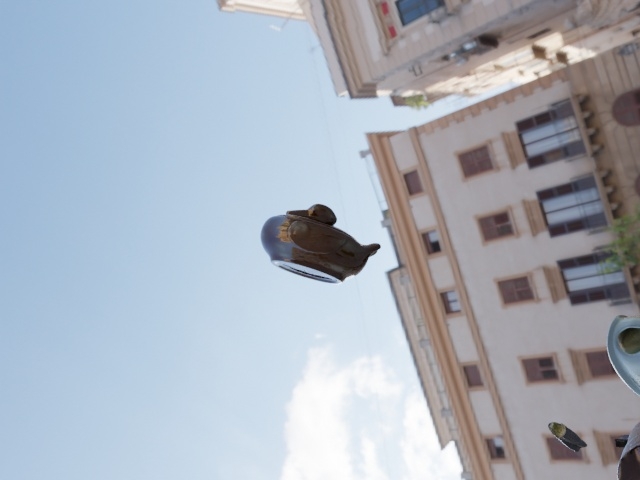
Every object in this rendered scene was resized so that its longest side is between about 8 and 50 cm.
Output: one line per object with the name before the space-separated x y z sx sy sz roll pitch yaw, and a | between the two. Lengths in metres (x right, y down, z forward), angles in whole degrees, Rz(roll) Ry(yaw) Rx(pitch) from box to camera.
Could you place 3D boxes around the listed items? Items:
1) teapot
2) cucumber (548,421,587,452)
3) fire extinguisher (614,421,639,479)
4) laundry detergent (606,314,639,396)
teapot | 0.000 0.000 0.657 0.129 0.098 0.078 17 -103 2
cucumber | 0.513 0.407 1.258 0.135 0.033 0.034 38 -170 -40
fire extinguisher | 0.226 0.139 0.385 0.157 0.078 0.045 18 -112 -59
laundry detergent | 0.569 0.202 1.013 0.091 0.253 0.181 -36 -94 -8
